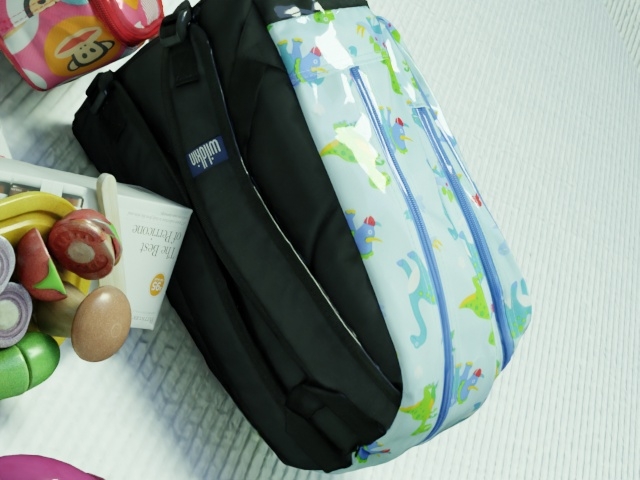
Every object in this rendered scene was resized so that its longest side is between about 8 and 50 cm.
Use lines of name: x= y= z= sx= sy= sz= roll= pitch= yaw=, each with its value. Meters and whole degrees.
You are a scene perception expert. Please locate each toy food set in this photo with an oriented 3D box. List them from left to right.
toy food set: x=-0.176 y=0.039 z=1.093 sx=0.218 sy=0.071 sz=0.128 roll=-24 pitch=125 yaw=-48

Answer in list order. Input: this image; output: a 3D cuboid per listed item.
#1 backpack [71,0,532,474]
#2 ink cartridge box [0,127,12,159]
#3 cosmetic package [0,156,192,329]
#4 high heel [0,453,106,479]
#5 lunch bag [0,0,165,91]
backpack: x=0.000 y=0.000 z=1.324 sx=0.273 sy=0.290 sz=0.355 roll=-2 pitch=66 yaw=-43
ink cartridge box: x=-0.274 y=-0.075 z=1.175 sx=0.104 sy=0.061 sz=0.181 roll=11 pitch=50 yaw=-56
cosmetic package: x=-0.192 y=0.001 z=1.174 sx=0.060 sy=0.099 sz=0.239 roll=24 pitch=8 yaw=33
high heel: x=-0.134 y=0.129 z=0.775 sx=0.377 sy=0.127 sz=0.181 roll=102 pitch=-21 yaw=-59
lunch bag: x=-0.237 y=-0.269 z=1.375 sx=0.293 sy=0.120 sz=0.258 roll=61 pitch=8 yaw=-8
